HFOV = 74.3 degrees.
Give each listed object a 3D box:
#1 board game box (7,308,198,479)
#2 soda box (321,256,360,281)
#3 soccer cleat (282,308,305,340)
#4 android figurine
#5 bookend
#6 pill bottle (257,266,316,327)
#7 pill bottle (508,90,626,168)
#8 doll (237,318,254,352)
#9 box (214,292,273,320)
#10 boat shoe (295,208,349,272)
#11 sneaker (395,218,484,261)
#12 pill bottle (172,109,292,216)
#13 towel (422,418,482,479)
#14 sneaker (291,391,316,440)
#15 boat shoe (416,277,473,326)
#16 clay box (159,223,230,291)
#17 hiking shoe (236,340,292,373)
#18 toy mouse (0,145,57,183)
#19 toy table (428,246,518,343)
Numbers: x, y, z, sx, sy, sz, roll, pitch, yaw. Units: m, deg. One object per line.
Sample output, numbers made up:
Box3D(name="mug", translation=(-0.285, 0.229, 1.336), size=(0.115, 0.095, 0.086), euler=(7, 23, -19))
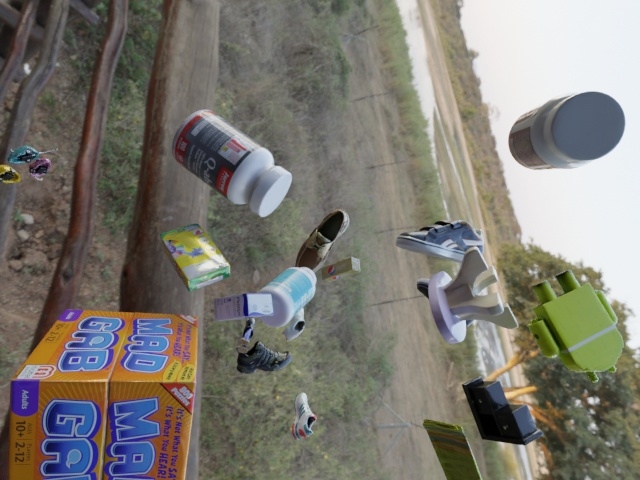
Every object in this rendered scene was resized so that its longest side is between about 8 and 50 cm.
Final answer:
Box3D(name="board game box", translation=(-0.513, 0.417, 1.070), size=(0.356, 0.356, 0.357), euler=(-136, -126, -69))
Box3D(name="soda box", translation=(0.090, 0.132, 1.891), size=(0.058, 0.181, 0.061), euler=(20, 58, -43))
Box3D(name="soccer cleat", translation=(-0.086, 0.312, 1.630), size=(0.068, 0.076, 0.196), euler=(58, 24, -19))
Box3D(name="android figurine", translation=(0.658, 0.219, 1.081), size=(0.273, 0.248, 0.056), euler=(65, -18, 12))
Box3D(name="bookend", translation=(0.489, 0.457, 1.148), size=(0.072, 0.157, 0.156), euler=(-13, 78, -26))
Box3D(name="pill bottle", translation=(-0.112, 0.188, 1.516), size=(0.264, 0.146, 0.146), euler=(-39, 112, -56))
Box3D(name="pill bottle", translation=(0.756, -0.336, 1.328), size=(0.392, 0.224, 0.224), euler=(-41, 115, -77))
Box3D(name="doll", translation=(-0.293, 0.369, 1.712), size=(0.189, 0.046, 0.129), euler=(-88, -169, -69))
Box3D(name="box", translation=(-0.241, 0.209, 1.324), size=(0.126, 0.137, 0.072), euler=(13, 68, -59))
Box3D(name="boat shoe", translation=(0.000, 0.000, 1.752), size=(0.324, 0.122, 0.120), euler=(-57, 173, -3))
Box3D(name="sneaker", translation=(0.373, -0.009, 1.306), size=(0.321, 0.126, 0.128), euler=(12, 88, -28))
Box3D(name="pill bottle", translation=(-0.286, -0.250, 1.389), size=(0.362, 0.210, 0.210), euler=(36, 23, 10))
Box3D(name="towel", translation=(0.334, 0.542, 1.041), size=(0.021, 0.102, 0.237), euler=(-40, 114, -43))
Box3D(name="sneaker", translation=(-0.044, 0.570, 1.382), size=(0.057, 0.075, 0.161), euler=(58, 22, -29))
Box3D(name="boat shoe", translation=(0.411, 0.211, 1.418), size=(0.076, 0.228, 0.080), euler=(-44, 152, -23))
Box3D(name="clay box", translation=(-0.374, 0.042, 1.244), size=(0.127, 0.222, 0.053), euler=(-20, 138, -31))
Box3D(name="hiking shoe", translation=(-0.222, 0.459, 1.686), size=(0.086, 0.226, 0.114), euler=(-151, -122, -66))
Box3D(name="toy mouse", translation=(-0.681, -0.185, 0.984), size=(0.031, 0.143, 0.161), euler=(54, -1, 6))
Box3D(name="toy table", translation=(0.410, 0.158, 1.158), size=(0.252, 0.160, 0.274), euler=(54, 27, -18))
